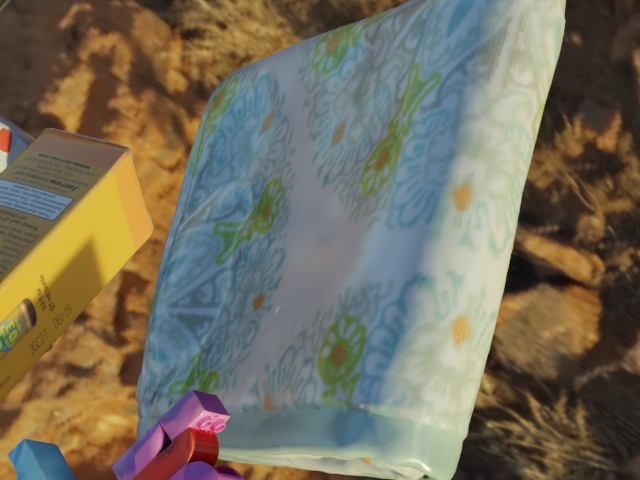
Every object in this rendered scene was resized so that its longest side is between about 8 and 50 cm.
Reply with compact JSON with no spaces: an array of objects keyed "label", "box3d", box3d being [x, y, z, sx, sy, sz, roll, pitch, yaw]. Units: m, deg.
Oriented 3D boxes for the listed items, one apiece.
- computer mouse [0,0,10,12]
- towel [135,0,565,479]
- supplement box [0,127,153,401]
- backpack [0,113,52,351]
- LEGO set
[{"label":"computer mouse","box3d":[-0.162,-0.200,0.720,0.262,0.060,0.184,-30,43,44]},{"label":"towel","box3d":[0.000,0.000,0.972,0.374,0.090,0.320,-8,66,57]},{"label":"supplement box","box3d":[-0.201,0.032,0.860,0.080,0.078,0.233,15,47,25]},{"label":"backpack","box3d":[-0.369,-0.041,1.312,0.263,0.276,0.213,23,75,21]},{"label":"LEGO set","box3d":[-0.118,0.160,0.522,0.227,0.087,0.093,-44,60,13]}]
